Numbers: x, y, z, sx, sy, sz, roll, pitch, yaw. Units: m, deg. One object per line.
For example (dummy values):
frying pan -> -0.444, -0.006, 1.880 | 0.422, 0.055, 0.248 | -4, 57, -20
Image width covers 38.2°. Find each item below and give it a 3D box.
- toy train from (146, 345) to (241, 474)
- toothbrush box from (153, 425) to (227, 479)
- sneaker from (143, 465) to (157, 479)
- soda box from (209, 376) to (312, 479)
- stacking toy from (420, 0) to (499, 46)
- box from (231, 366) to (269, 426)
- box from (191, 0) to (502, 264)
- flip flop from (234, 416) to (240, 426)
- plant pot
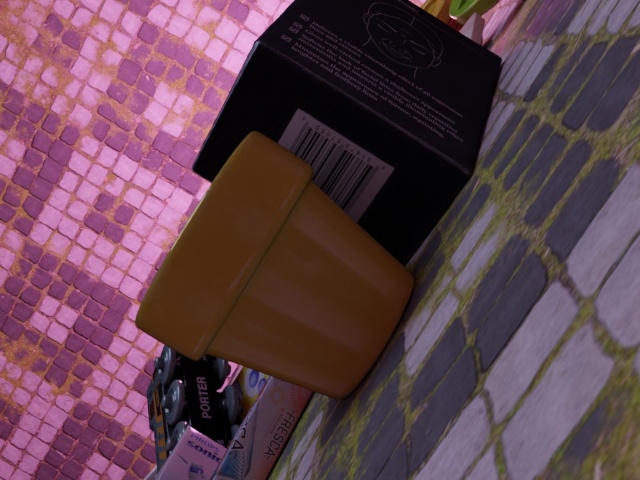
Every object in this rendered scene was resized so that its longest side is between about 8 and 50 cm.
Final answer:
toy train -> -0.224, 0.320, 1.602 | 0.334, 0.142, 0.190 | -109, 36, -46
toothbrush box -> -0.225, 0.442, 1.298 | 0.216, 0.126, 0.295 | -57, 2, 28
sneaker -> -0.328, 0.551, 1.856 | 0.366, 0.135, 0.150 | -57, 6, 10
soda box -> -0.080, 0.264, 1.244 | 0.183, 0.063, 0.058 | -60, 2, -24
stacking toy -> 0.257, -0.338, 1.649 | 0.279, 0.130, 0.309 | -28, 34, 53
box -> -0.103, 0.248, 1.604 | 0.179, 0.043, 0.105 | -60, 33, 26
box -> 0.053, -0.178, 1.259 | 0.212, 0.293, 0.395 | -56, 3, 35
flip flop -> -0.176, 0.365, 1.714 | 0.277, 0.080, 0.112 | -45, 44, 9
plant pot -> -0.037, 0.045, 1.022 | 0.254, 0.239, 0.254 | -59, 3, 5
